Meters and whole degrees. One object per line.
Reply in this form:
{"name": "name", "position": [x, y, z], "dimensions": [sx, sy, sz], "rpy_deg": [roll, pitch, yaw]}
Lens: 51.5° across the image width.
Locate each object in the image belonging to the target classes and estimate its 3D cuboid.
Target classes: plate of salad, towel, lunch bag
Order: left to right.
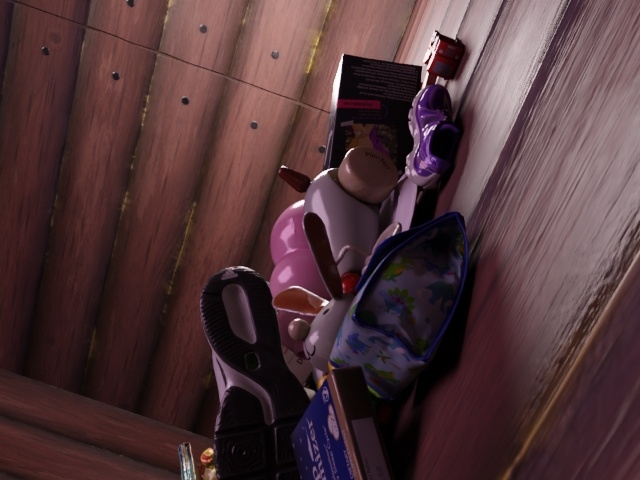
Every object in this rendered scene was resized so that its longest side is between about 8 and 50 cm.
{"name": "towel", "position": [-0.230, 0.614, 1.322], "dimensions": [0.370, 0.040, 0.271], "rpy_deg": [-132, 30, -66]}
{"name": "plate of salad", "position": [0.106, -0.003, 0.942], "dimensions": [0.200, 0.048, 0.200], "rpy_deg": [-162, 90, -84]}
{"name": "lunch bag", "position": [0.081, 0.056, 0.630], "dimensions": [0.151, 0.096, 0.129], "rpy_deg": [-53, -9, -28]}

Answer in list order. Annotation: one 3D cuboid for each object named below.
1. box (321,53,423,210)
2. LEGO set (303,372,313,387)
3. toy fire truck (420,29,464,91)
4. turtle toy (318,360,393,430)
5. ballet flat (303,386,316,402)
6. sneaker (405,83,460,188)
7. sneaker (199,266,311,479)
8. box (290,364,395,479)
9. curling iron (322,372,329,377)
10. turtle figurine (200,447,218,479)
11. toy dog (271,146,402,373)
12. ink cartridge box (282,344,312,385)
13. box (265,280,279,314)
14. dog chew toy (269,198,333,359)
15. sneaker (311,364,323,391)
{"name": "box", "position": [0.082, -0.163, 1.169], "dimensions": [0.165, 0.143, 0.270], "rpy_deg": [122, 157, -81]}
{"name": "LEGO set", "position": [-0.021, 0.331, 1.606], "dimensions": [0.054, 0.023, 0.083], "rpy_deg": [-68, -10, 19]}
{"name": "toy fire truck", "position": [0.200, -0.298, 1.176], "dimensions": [0.192, 0.047, 0.135], "rpy_deg": [-78, 7, -66]}
{"name": "turtle toy", "position": [0.046, 0.168, 0.709], "dimensions": [0.130, 0.066, 0.095], "rpy_deg": [112, 150, -48]}
{"name": "ballet flat", "position": [-0.116, 0.448, 1.400], "dimensions": [0.139, 0.139, 0.400], "rpy_deg": [-75, 5, -61]}
{"name": "sneaker", "position": [0.162, -0.147, 0.888], "dimensions": [0.071, 0.068, 0.170], "rpy_deg": [-43, 32, 51]}
{"name": "sneaker", "position": [-0.103, 0.290, 1.191], "dimensions": [0.257, 0.169, 0.448], "rpy_deg": [88, 170, -69]}
{"name": "box", "position": [0.014, 0.232, 0.655], "dimensions": [0.225, 0.036, 0.136], "rpy_deg": [111, 148, -53]}
{"name": "curling iron", "position": [0.027, 0.220, 0.972], "dimensions": [0.274, 0.068, 0.035], "rpy_deg": [103, -176, -62]}
{"name": "turtle figurine", "position": [-0.187, 0.499, 1.331], "dimensions": [0.087, 0.217, 0.269], "rpy_deg": [-15, -29, -39]}
{"name": "toy dog", "position": [0.000, 0.000, 0.893], "dimensions": [0.334, 0.161, 0.220], "rpy_deg": [-85, 14, -61]}
{"name": "ink cartridge box", "position": [-0.066, 0.255, 1.537], "dimensions": [0.207, 0.119, 0.353], "rpy_deg": [-57, -2, -14]}
{"name": "box", "position": [-0.105, 0.219, 1.806], "dimensions": [0.183, 0.231, 0.056], "rpy_deg": [-74, 7, -45]}
{"name": "dog chew toy", "position": [-0.009, 0.076, 1.302], "dimensions": [0.207, 0.206, 0.332], "rpy_deg": [112, 169, -53]}
{"name": "sneaker", "position": [0.031, 0.184, 1.069], "dimensions": [0.212, 0.080, 0.094], "rpy_deg": [102, 172, -45]}
